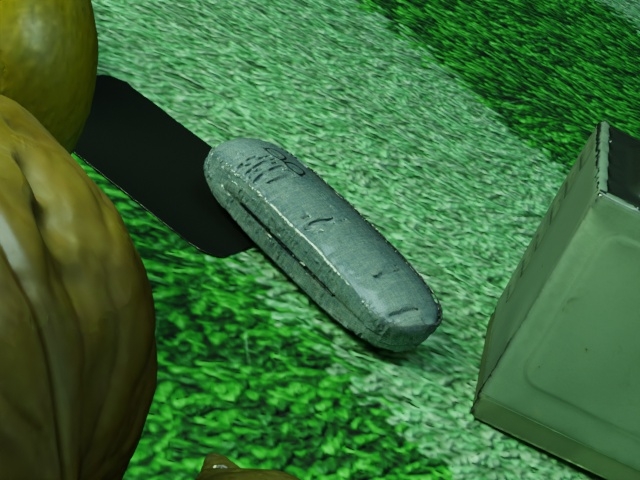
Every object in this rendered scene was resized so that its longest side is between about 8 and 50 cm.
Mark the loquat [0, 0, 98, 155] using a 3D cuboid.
[{"bbox_3d":[-0.334,-0.128,1.192,0.328,0.328,0.359,30,71,1],"label":"loquat"}]

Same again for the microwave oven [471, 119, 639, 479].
[{"bbox_3d":[0.359,0.089,1.499,0.355,0.286,0.218,25,26,0],"label":"microwave oven"}]

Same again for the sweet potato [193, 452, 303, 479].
[{"bbox_3d":[-0.005,0.247,0.875,0.131,0.130,0.422,18,18,-22],"label":"sweet potato"}]

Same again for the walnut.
[{"bbox_3d":[-0.282,0.048,0.906,0.398,0.308,0.354,37,39,28],"label":"walnut"}]

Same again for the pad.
[{"bbox_3d":[-0.156,-0.078,1.581,0.267,0.004,0.181,38,28,15],"label":"pad"}]

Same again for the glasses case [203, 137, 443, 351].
[{"bbox_3d":[0.000,0.000,1.526,0.282,0.067,0.109,43,32,24],"label":"glasses case"}]
